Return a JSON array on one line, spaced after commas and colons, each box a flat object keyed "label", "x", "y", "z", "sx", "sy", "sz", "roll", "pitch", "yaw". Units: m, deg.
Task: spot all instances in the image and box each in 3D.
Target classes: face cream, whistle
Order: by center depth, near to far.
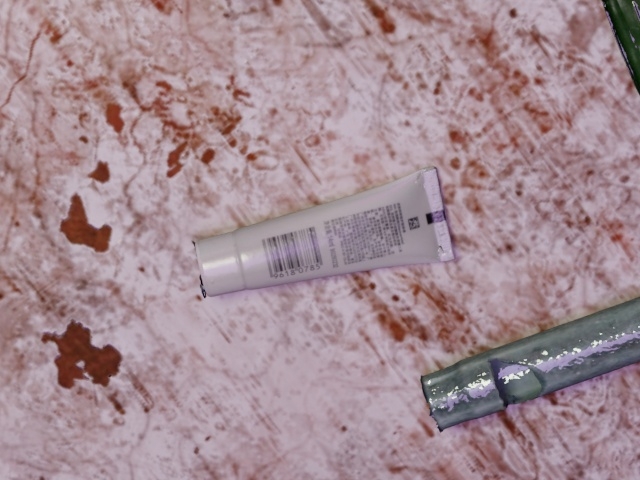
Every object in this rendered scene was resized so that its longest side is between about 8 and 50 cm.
[{"label": "face cream", "x": 0.000, "y": 0.000, "z": 1.748, "sx": 0.243, "sy": 0.058, "sz": 0.092, "roll": -12, "pitch": 99, "yaw": 0}, {"label": "whistle", "x": 0.249, "y": 0.105, "z": 1.762, "sx": 0.312, "sy": 0.062, "sz": 0.062, "roll": -20, "pitch": 104, "yaw": 7}]

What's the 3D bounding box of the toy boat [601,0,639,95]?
[{"label": "toy boat", "x": 0.322, "y": -0.191, "z": 1.680, "sx": 0.104, "sy": 0.052, "sz": 0.210, "roll": -23, "pitch": 105, "yaw": 6}]
